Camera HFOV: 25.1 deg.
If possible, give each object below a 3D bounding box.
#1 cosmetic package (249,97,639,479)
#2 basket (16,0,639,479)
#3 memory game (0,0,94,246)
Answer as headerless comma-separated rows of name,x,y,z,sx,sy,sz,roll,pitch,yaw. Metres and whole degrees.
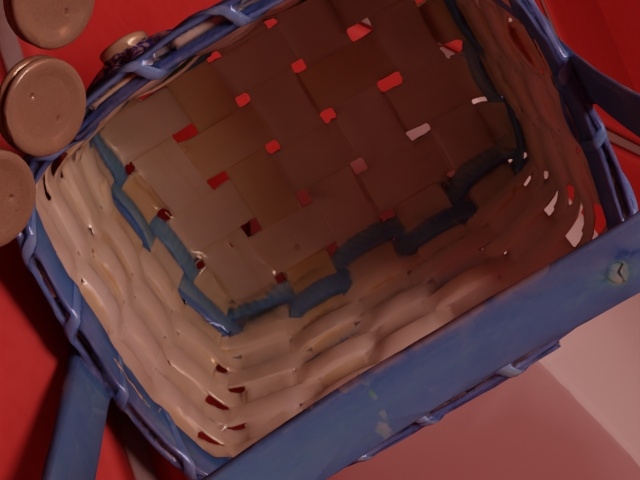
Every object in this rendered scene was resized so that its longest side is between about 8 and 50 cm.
cosmetic package,0.122,0.094,0.848,0.365,0.155,0.197,43,31,-42
basket,0.000,0.000,0.566,0.201,0.255,0.289,56,5,-26
memory game,-0.146,-0.060,0.460,0.186,0.012,0.186,-23,121,-44
